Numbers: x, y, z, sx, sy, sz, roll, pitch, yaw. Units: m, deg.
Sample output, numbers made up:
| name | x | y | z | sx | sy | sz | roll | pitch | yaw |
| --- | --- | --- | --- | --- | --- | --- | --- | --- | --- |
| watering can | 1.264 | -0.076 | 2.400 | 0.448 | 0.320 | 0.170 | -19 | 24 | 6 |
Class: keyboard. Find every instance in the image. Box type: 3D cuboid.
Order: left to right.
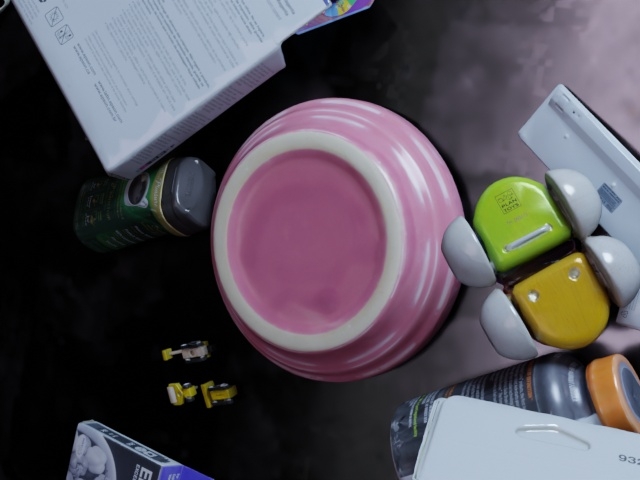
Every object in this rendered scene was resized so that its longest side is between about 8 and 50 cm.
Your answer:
| name | x | y | z | sx | sy | sz | roll | pitch | yaw |
| --- | --- | --- | --- | --- | --- | --- | --- | --- | --- |
| keyboard | 0.294 | -0.050 | 1.039 | 0.256 | 0.014 | 0.072 | 55 | 126 | 31 |

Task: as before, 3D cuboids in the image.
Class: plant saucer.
| name | x | y | z | sx | sy | sz | roll | pitch | yaw |
| --- | --- | --- | --- | --- | --- | --- | --- | --- | --- |
| plant saucer | 0.000 | 0.000 | 1.198 | 0.332 | 0.084 | 0.332 | 0 | 91 | 29 |

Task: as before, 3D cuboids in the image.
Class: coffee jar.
| name | x | y | z | sx | sy | sz | roll | pitch | yaw |
| --- | --- | --- | --- | --- | --- | --- | --- | --- | --- |
| coffee jar | -0.219 | -0.045 | 1.319 | 0.184 | 0.079 | 0.096 | -10 | 59 | 30 |

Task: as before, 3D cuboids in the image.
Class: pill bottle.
| name | x | y | z | sx | sy | sz | roll | pitch | yaw |
| --- | --- | --- | --- | --- | --- | --- | --- | --- | --- |
| pill bottle | 0.204 | 0.192 | 1.056 | 0.245 | 0.130 | 0.130 | -24 | 79 | 28 |

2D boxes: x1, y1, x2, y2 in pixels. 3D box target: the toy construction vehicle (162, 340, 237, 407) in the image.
| name | x | y | z | sx | sy | sz | roll | pitch | yaw |
| --- | --- | --- | --- | --- | --- | --- | --- | --- | --- |
| toy construction vehicle | -0.153 | 0.169 | 1.321 | 0.098 | 0.035 | 0.086 | -14 | 95 | 32 |

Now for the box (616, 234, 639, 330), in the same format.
| name | x | y | z | sx | sy | sz | roll | pitch | yaw |
| --- | --- | --- | --- | --- | --- | --- | --- | --- | --- |
| box | 0.394 | 0.038 | 0.997 | 0.186 | 0.038 | 0.145 | 17 | 99 | 28 |

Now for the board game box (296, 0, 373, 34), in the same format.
| name | x | y | z | sx | sy | sz | roll | pitch | yaw |
| --- | --- | --- | --- | --- | --- | --- | --- | --- | --- |
| board game box | -0.006 | -0.322 | 1.223 | 0.168 | 0.033 | 0.133 | -14 | 84 | 30 |

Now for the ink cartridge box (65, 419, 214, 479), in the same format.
| name | x | y | z | sx | sy | sz | roll | pitch | yaw |
| --- | --- | --- | --- | --- | --- | --- | --- | --- | --- |
| ink cartridge box | -0.254 | 0.370 | 1.374 | 0.208 | 0.045 | 0.206 | 18 | 100 | 27 |

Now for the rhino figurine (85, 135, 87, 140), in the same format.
| name | x | y | z | sx | sy | sz | roll | pitch | yaw |
| --- | --- | --- | --- | --- | --- | --- | --- | --- | --- |
| rhino figurine | -0.296 | -0.212 | 1.350 | 0.073 | 0.106 | 0.243 | -34 | 75 | 27 |

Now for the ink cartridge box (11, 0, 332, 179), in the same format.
| name | x | y | z | sx | sy | sz | roll | pitch | yaw |
| --- | --- | --- | --- | --- | --- | --- | --- | --- | --- |
| ink cartridge box | -0.188 | -0.295 | 1.238 | 0.330 | 0.071 | 0.324 | -33 | 75 | 11 |

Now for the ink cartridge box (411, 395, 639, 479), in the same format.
| name | x | y | z | sx | sy | sz | roll | pitch | yaw |
| --- | --- | --- | --- | --- | --- | --- | --- | --- | --- |
| ink cartridge box | 0.190 | 0.322 | 0.978 | 0.223 | 0.129 | 0.307 | 10 | 120 | 13 |

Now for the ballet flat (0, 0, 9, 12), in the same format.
| name | x | y | z | sx | sy | sz | roll | pitch | yaw |
| --- | --- | --- | --- | --- | --- | --- | --- | --- | --- |
| ballet flat | -0.458 | -0.375 | 1.472 | 0.073 | 0.080 | 0.232 | 39 | 114 | -6 |

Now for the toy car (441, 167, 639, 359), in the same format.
| name | x | y | z | sx | sy | sz | roll | pitch | yaw |
| --- | --- | --- | --- | --- | --- | --- | --- | --- | --- |
| toy car | 0.218 | 0.025 | 1.046 | 0.159 | 0.136 | 0.182 | -29 | 80 | 4 |
